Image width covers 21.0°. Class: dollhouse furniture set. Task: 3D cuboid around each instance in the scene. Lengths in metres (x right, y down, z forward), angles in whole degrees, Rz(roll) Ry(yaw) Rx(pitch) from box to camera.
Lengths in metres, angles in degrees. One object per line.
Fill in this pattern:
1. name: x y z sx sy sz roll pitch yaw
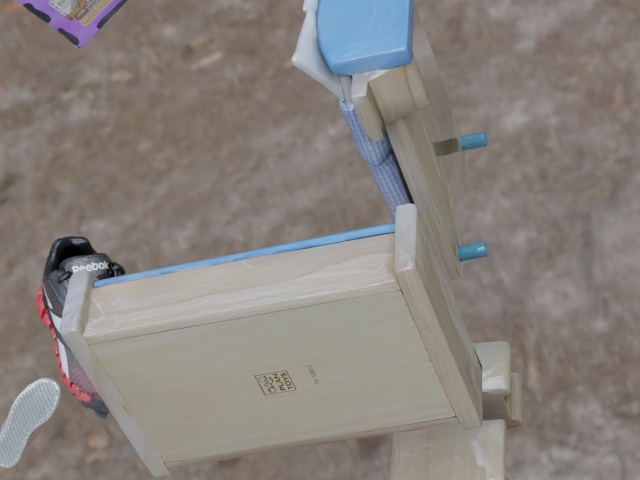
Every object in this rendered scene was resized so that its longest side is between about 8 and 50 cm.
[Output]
1. dollhouse furniture set: 0.000 0.000 1.069 0.198 0.286 0.303 -10 44 16

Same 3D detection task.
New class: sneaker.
1. sneaker: -0.270 0.094 2.050 0.098 0.135 0.276 -8 39 -22
2. sneaker: -0.378 0.227 2.234 0.134 0.051 0.070 -57 7 11

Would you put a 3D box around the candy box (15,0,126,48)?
1. candy box: -0.209 -0.271 1.376 0.165 0.196 0.070 -45 52 7
